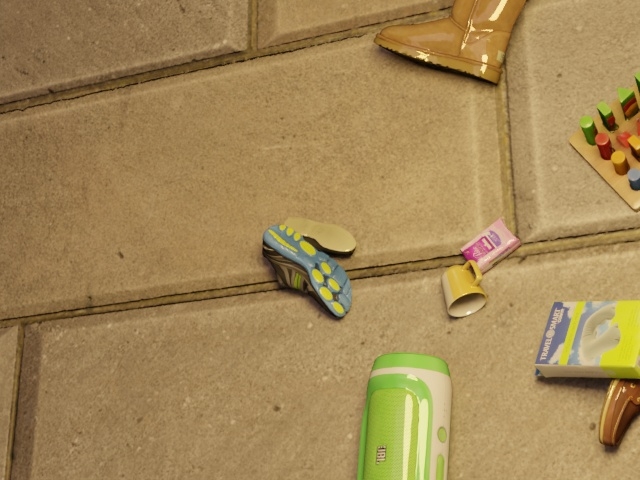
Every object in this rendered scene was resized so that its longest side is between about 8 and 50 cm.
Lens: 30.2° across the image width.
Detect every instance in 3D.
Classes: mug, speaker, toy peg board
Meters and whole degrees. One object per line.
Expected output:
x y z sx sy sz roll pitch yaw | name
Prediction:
0.217 0.068 1.786 0.078 0.062 0.064 -34 51 20 | mug
0.120 0.316 1.691 0.131 0.131 0.297 -3 69 22 | speaker
0.472 -0.159 1.752 0.161 0.079 0.161 -40 60 5 | toy peg board

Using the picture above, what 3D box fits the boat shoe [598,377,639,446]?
0.436 0.204 1.633 0.060 0.064 0.178 20 76 31 | boat shoe

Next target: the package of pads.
0.258 0.010 1.806 0.083 0.032 0.050 -38 57 6 | package of pads

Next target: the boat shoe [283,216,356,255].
0.001 -0.001 1.918 0.133 0.042 0.049 16 51 27 | boat shoe

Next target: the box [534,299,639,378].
0.378 0.138 1.654 0.178 0.042 0.109 -5 53 43 | box

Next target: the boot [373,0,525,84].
0.233 -0.406 1.917 0.236 0.089 0.270 19 93 20 | boot

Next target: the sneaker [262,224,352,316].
-0.022 0.053 1.896 0.188 0.078 0.067 42 53 17 | sneaker
